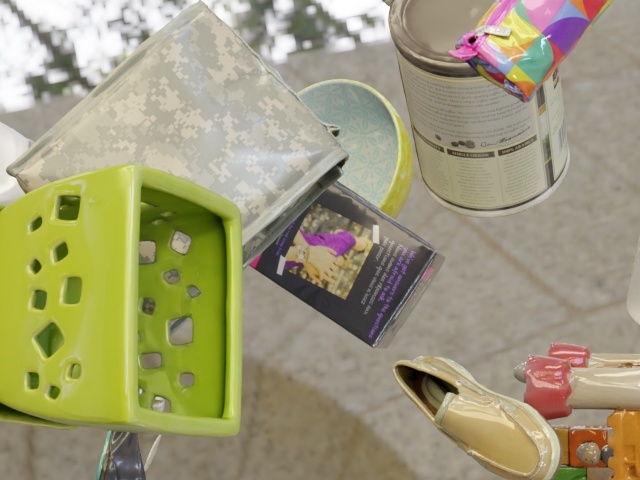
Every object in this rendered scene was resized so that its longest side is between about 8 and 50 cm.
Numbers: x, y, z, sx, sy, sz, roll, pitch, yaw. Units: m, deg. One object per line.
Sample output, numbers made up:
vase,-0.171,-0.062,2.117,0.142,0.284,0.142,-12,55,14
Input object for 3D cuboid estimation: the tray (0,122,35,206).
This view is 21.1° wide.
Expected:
tray,-0.292,-0.023,2.056,0.270,0.030,0.145,46,25,-38

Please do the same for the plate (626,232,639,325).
plate,0.457,0.060,1.859,0.278,0.045,0.277,42,-30,33

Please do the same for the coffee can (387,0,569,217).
coffee can,0.204,-0.191,2.159,0.201,0.201,0.275,52,-15,40

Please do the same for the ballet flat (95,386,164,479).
ballet flat,-0.219,0.210,2.007,0.074,0.074,0.203,107,-11,-47

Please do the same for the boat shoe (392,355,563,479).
boat shoe,0.130,0.158,1.509,0.190,0.072,0.068,29,-82,48

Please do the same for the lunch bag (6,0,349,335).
lunch bag,-0.141,-0.077,1.789,0.235,0.287,0.169,47,-5,5

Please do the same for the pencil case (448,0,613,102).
pencil case,0.235,-0.246,1.701,0.104,0.236,0.104,39,0,0

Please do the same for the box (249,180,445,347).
box,0.000,0.000,2.070,0.270,0.143,0.165,34,2,8

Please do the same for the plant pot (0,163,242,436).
plant pot,-0.207,0.065,1.552,0.207,0.228,0.227,-5,-101,22

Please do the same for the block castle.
block castle,0.345,0.367,2.282,0.303,0.213,0.453,-8,97,-74

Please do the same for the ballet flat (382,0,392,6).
ballet flat,0.063,-0.365,2.229,0.077,0.241,0.091,21,-95,53

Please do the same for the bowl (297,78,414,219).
bowl,0.045,-0.098,2.751,0.289,0.156,0.289,-13,-113,32
